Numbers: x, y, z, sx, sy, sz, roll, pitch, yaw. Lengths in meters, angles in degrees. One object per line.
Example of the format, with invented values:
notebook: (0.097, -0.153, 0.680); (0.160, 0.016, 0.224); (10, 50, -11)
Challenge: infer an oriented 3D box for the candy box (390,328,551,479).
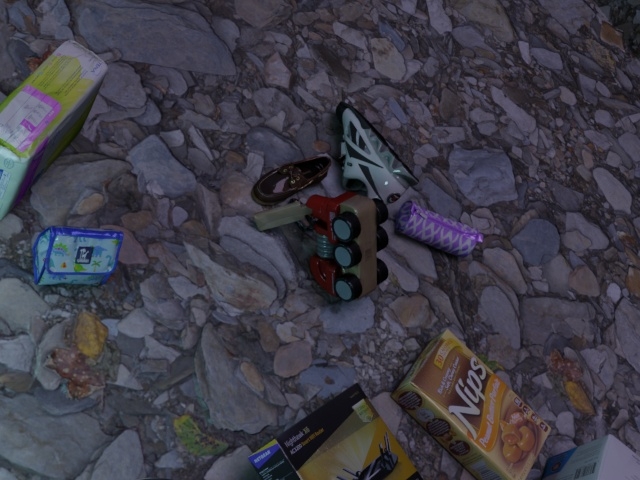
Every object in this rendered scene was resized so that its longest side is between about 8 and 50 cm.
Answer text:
candy box: (0.321, 0.364, 1.817); (0.316, 0.087, 0.183); (44, 49, -1)

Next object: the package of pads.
package of pads: (-0.519, -0.205, 1.563); (0.101, 0.229, 0.296); (34, 49, -9)

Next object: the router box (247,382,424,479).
router box: (0.040, 0.421, 1.554); (0.243, 0.081, 0.309); (55, 30, 9)

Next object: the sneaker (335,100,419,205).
sneaker: (0.089, -0.200, 2.010); (0.122, 0.146, 0.330); (34, 19, -44)

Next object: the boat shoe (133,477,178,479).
boat shoe: (-0.222, 0.445, 1.426); (0.319, 0.099, 0.116); (10, 57, -26)

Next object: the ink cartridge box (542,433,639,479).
ink cartridge box: (0.569, 0.584, 1.760); (0.197, 0.198, 0.270); (38, 50, -6)

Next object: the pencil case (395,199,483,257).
pencil case: (0.276, -0.029, 2.035); (0.206, 0.088, 0.086); (21, 55, -20)

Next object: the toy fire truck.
toy fire truck: (0.000, 0.000, 1.811); (0.246, 0.217, 0.158); (21, 36, 38)

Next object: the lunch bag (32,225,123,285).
lunch bag: (-0.433, 0.020, 1.527); (0.129, 0.151, 0.096); (2, 60, -31)

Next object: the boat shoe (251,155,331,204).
boat shoe: (-0.062, -0.142, 1.909); (0.207, 0.073, 0.073); (-29, 80, -39)

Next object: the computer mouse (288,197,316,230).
computer mouse: (0.028, -0.016, 1.905); (0.242, 0.041, 0.071); (37, 50, -6)
